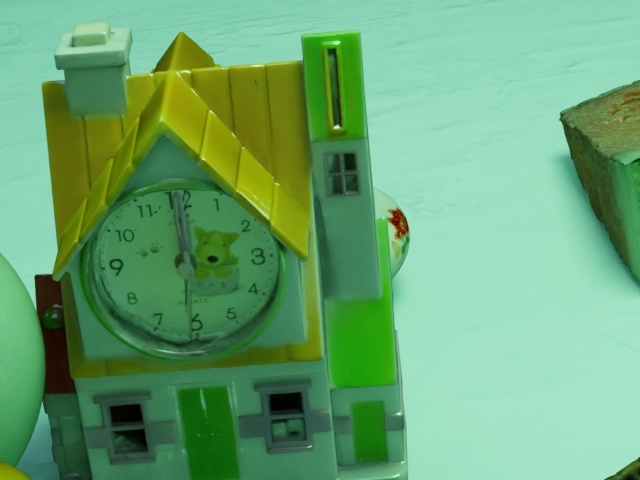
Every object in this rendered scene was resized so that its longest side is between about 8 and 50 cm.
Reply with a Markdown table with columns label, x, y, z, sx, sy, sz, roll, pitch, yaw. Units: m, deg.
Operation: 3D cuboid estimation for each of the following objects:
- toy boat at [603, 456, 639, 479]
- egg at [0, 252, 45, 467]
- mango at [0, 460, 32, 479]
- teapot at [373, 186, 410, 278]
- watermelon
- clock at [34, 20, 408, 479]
| label | x | y | z | sx | sy | sz | roll | pitch | yaw |
| --- | --- | --- | --- | --- | --- | --- | --- | --- | --- |
| toy boat | 0.212 | 0.157 | 0.973 | 0.226 | 0.068 | 0.088 | -28 | 29 | -35 |
| egg | -0.275 | 0.089 | 1.001 | 0.203 | 0.283 | 0.203 | 13 | 57 | -20 |
| mango | -0.273 | 0.205 | 0.869 | 0.294 | 0.177 | 0.120 | -21 | 41 | -1 |
| teapot | 0.000 | 0.000 | 1.290 | 0.145 | 0.092 | 0.226 | 5 | 28 | 14 |
| watermelon | 0.292 | -0.072 | 1.359 | 0.192 | 0.140 | 0.256 | -18 | 20 | -13 |
| clock | -0.072 | 0.009 | 1.049 | 0.235 | 0.310 | 0.166 | -5 | 26 | 2 |
